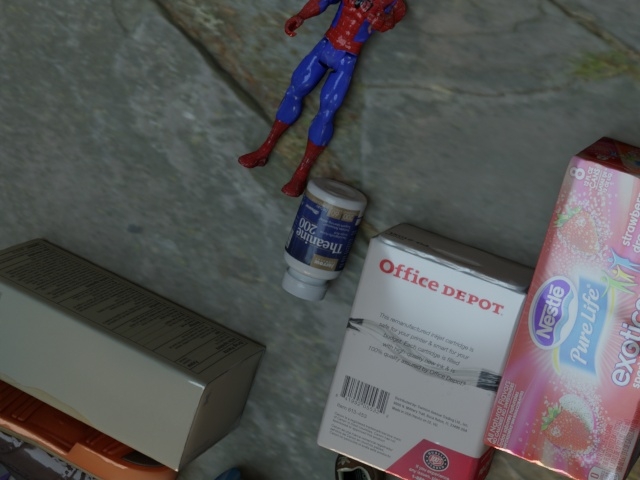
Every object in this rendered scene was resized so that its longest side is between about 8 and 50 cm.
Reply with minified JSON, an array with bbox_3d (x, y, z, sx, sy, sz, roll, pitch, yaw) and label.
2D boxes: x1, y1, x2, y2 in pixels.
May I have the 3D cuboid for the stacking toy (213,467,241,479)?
[{"bbox_3d":[-0.025,0.393,1.650,0.302,0.166,0.175,27,99,3],"label":"stacking toy"}]

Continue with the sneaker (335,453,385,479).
[{"bbox_3d":[0.048,0.312,1.633,0.066,0.071,0.188,-14,94,23],"label":"sneaker"}]

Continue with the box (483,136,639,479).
[{"bbox_3d":[0.277,0.068,1.451,0.142,0.154,0.300,20,108,17],"label":"box"}]

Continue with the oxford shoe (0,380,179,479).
[{"bbox_3d":[-0.340,0.239,1.747,0.364,0.130,0.133,24,114,16],"label":"oxford shoe"}]

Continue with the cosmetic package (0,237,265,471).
[{"bbox_3d":[-0.238,0.118,1.664,0.309,0.160,0.113,26,109,16],"label":"cosmetic package"}]

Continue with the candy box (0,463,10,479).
[{"bbox_3d":[-0.478,0.350,1.799,0.070,0.165,0.196,38,112,13],"label":"candy box"}]

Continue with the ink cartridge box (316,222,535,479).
[{"bbox_3d":[0.114,0.121,1.554,0.172,0.100,0.237,20,108,17],"label":"ink cartridge box"}]

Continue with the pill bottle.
[{"bbox_3d":[0.000,0.000,1.595,0.067,0.067,0.120,25,108,16],"label":"pill bottle"}]

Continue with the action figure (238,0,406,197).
[{"bbox_3d":[0.000,-0.175,1.528,0.091,0.139,0.280,33,108,12],"label":"action figure"}]
